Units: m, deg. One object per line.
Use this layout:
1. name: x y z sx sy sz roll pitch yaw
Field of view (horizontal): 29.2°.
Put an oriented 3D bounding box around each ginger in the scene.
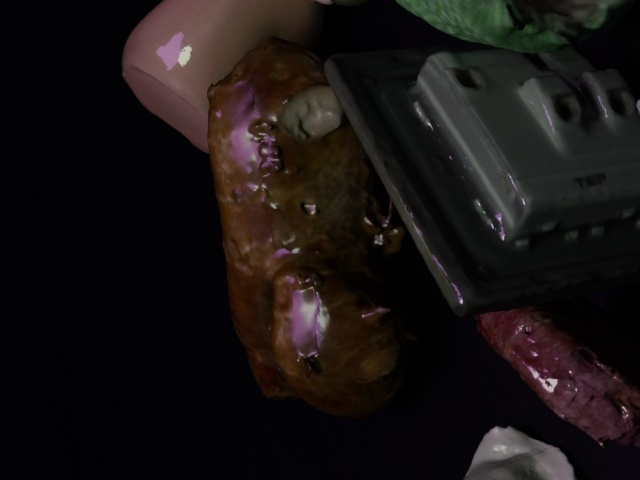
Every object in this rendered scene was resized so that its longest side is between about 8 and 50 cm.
1. ginger: 0.000 0.000 1.275 0.254 0.176 0.418 17 116 54

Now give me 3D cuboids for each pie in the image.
1. pie: 0.212 0.094 0.943 0.204 0.218 0.054 44 109 30

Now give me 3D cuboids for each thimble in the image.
1. thimble: 0.152 -0.252 0.916 0.150 0.219 0.219 30 119 58

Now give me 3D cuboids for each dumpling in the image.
1. dumpling: 0.183 0.261 1.111 0.127 0.108 0.188 -7 71 34

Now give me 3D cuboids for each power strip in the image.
1. power strip: 0.162 -0.076 0.941 0.251 0.257 0.092 66 147 24

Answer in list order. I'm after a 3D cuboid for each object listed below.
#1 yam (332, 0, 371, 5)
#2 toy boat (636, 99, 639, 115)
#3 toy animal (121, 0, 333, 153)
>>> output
1. yam: 0.093 -0.298 1.149 0.330 0.133 0.133 2 96 53
2. toy boat: 0.307 -0.078 0.848 0.262 0.114 0.115 54 125 25
3. toy animal: -0.095 -0.235 1.381 0.195 0.213 0.256 35 87 6
